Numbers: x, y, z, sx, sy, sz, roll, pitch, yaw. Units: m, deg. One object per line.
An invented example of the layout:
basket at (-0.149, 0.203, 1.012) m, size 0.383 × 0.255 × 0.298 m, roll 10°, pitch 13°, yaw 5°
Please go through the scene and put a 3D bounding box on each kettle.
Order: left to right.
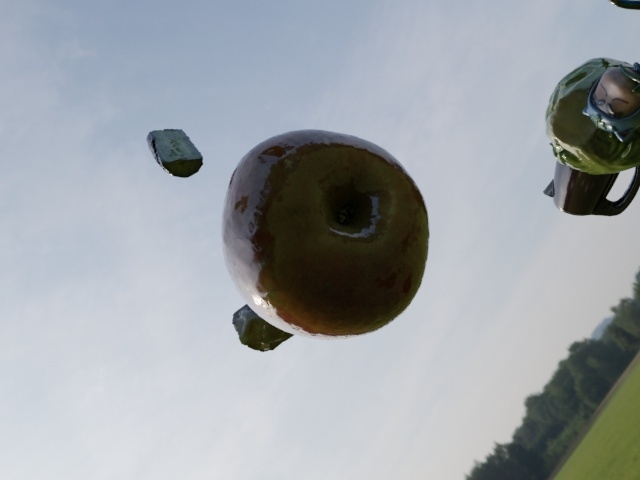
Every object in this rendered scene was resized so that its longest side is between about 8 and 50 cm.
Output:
kettle at (0.649, -0.170, 1.461) m, size 0.144 × 0.202 × 0.232 m, roll -63°, pitch -20°, yaw -51°

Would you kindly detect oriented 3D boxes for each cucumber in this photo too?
cucumber at (-0.267, -0.151, 1.140) m, size 0.078 × 0.211 × 0.062 m, roll -10°, pitch -63°, yaw -18°

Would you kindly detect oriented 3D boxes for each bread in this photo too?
bread at (-0.074, 0.161, 1.514) m, size 0.268 × 0.130 × 0.152 m, roll -35°, pitch 12°, yaw 7°

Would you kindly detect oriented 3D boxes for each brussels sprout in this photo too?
brussels sprout at (0.549, -0.238, 1.207) m, size 0.244 × 0.244 × 0.244 m, roll -37°, pitch -32°, yaw -28°

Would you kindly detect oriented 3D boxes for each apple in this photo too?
apple at (0.000, 0.000, 0.866) m, size 0.302 × 0.302 × 0.301 m, roll -37°, pitch -32°, yaw -28°

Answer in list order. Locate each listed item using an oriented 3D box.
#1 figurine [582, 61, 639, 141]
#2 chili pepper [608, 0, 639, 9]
figurine at (0.523, -0.260, 1.019) m, size 0.178 × 0.114 × 0.144 m, roll -38°, pitch -23°, yaw 6°
chili pepper at (0.740, -0.469, 1.150) m, size 0.110 × 0.388 × 0.110 m, roll 6°, pitch -98°, yaw -57°
